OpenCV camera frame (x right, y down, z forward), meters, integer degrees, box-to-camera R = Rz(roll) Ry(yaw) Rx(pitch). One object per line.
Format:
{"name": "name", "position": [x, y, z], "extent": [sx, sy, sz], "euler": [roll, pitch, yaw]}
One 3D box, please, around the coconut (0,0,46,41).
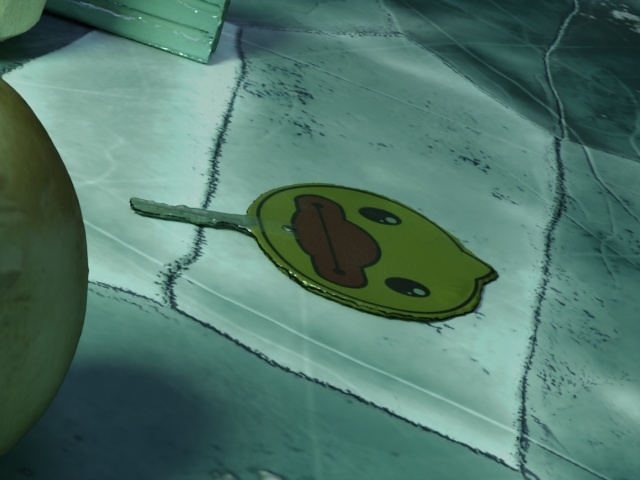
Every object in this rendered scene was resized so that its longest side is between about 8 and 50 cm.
{"name": "coconut", "position": [-0.333, -0.302, 1.747], "extent": [0.224, 0.234, 0.224], "euler": [18, 22, -8]}

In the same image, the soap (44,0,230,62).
{"name": "soap", "position": [-0.188, -0.265, 1.907], "extent": [0.198, 0.114, 0.063], "euler": [19, 24, 1]}

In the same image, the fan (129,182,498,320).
{"name": "fan", "position": [0.000, -0.001, 1.607], "extent": [0.335, 0.011, 0.229], "euler": [10, 26, -17]}

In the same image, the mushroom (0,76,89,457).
{"name": "mushroom", "position": [-0.300, 0.009, 1.125], "extent": [0.290, 0.292, 0.292], "euler": [12, 19, 31]}
